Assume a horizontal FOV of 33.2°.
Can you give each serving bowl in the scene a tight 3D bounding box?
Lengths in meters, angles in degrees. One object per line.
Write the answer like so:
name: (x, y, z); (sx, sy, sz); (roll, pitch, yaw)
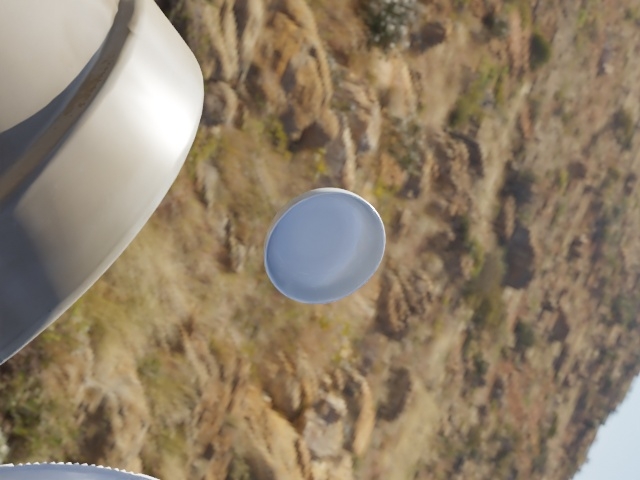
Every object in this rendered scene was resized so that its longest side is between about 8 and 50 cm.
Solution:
serving bowl: (0.000, 0.000, 0.718); (0.027, 0.083, 0.083); (-120, -135, -58)

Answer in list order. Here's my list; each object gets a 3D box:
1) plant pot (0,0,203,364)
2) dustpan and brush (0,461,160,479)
plant pot: (-0.267, -0.104, 0.533); (0.280, 0.323, 0.323); (55, 53, -35)
dustpan and brush: (-0.171, 0.144, 0.483); (0.211, 0.060, 0.147); (18, 117, -38)
